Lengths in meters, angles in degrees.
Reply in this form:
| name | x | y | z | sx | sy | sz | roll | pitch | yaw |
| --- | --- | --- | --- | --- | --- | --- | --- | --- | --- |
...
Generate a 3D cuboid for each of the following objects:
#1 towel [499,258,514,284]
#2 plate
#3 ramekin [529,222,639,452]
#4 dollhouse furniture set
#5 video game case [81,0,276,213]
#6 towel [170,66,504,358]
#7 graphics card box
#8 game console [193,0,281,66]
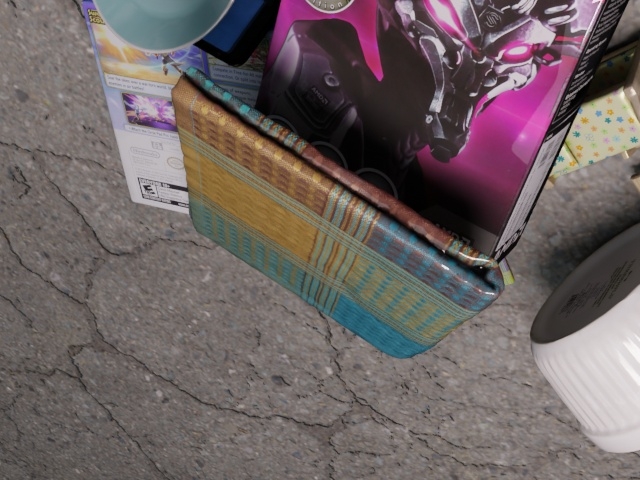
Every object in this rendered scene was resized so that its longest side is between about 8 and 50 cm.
| name | x | y | z | sx | sy | sz | roll | pitch | yaw |
| --- | --- | --- | --- | --- | --- | --- | --- | --- | --- |
| towel | 0.159 | 0.015 | 0.999 | 0.060 | 0.009 | 0.083 | -6 | 128 | 33 |
| plate | -0.128 | -0.253 | 0.836 | 0.188 | 0.024 | 0.188 | 3 | 95 | 34 |
| ramekin | 0.278 | 0.071 | 0.848 | 0.109 | 0.207 | 0.207 | 46 | 137 | -5 |
| dollhouse furniture set | 0.226 | -0.056 | 0.824 | 0.182 | 0.101 | 0.161 | -22 | 117 | 42 |
| video game case | -0.081 | -0.122 | 0.963 | 0.269 | 0.061 | 0.244 | 13 | 136 | 19 |
| towel | 0.000 | 0.000 | 0.829 | 0.271 | 0.040 | 0.370 | 33 | 166 | 4 |
| graphics card box | 0.092 | -0.174 | 0.710 | 0.233 | 0.094 | 0.371 | 31 | 128 | 17 |
| game console | -0.090 | -0.227 | 0.838 | 0.122 | 0.071 | 0.107 | 32 | 140 | 23 |
